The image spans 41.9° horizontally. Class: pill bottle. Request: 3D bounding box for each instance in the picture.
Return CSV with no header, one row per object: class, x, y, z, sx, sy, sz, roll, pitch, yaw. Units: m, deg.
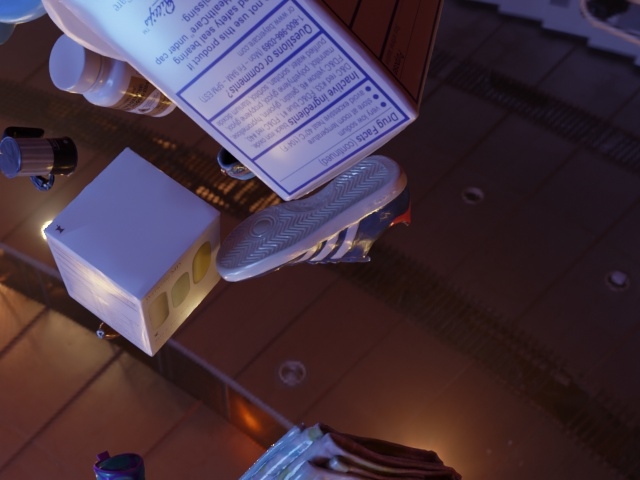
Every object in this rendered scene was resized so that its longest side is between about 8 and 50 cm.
pill bottle,-0.374,-0.309,1.547,0.131,0.131,0.229,40,-159,31

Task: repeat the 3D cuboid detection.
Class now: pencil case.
pencil case,-0.248,0.346,1.053,0.064,0.152,0.070,-12,-166,-41

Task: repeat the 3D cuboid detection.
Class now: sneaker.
sneaker,0.000,0.000,1.411,0.350,0.148,0.131,-26,-137,1
sneaker,-0.125,-0.241,1.698,0.104,0.262,0.125,29,-169,16

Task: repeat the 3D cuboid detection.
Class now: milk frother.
milk frother,-0.602,-0.156,1.737,0.129,0.143,0.134,34,-154,33

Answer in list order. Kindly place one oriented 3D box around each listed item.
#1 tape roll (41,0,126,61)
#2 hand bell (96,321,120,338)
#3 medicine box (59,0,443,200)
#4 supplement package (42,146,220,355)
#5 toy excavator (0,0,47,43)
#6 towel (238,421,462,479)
tape roll,-0.167,-0.319,0.910,0.286,0.286,0.100,-8,-115,-12
hand bell,-0.397,0.164,1.711,0.126,0.126,0.242,15,-172,11
medicine box,-0.047,-0.229,0.660,0.289,0.149,0.264,42,-140,-23
supplement package,-0.303,0.027,1.407,0.198,0.263,0.199,34,-115,11
toy excavator,-0.385,-0.468,1.199,0.445,0.433,0.222,10,-149,-7
towel,-0.019,0.405,1.131,0.320,0.374,0.090,26,-156,-43
